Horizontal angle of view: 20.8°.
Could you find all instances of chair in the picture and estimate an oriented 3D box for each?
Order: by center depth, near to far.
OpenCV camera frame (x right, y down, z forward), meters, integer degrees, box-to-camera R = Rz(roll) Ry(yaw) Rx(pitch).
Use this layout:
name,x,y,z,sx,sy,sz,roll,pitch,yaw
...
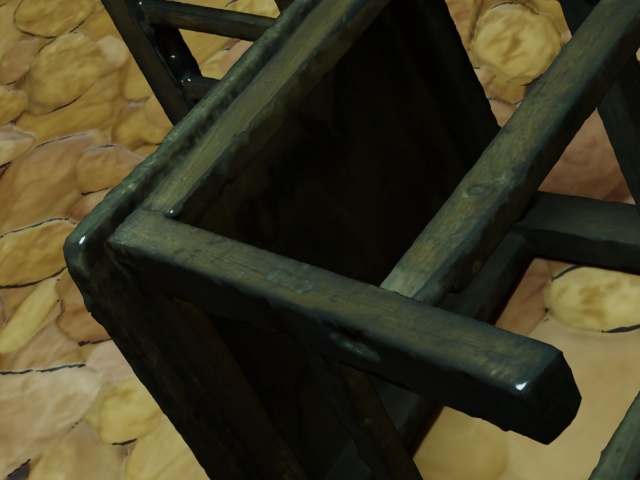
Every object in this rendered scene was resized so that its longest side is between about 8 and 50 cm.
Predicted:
name,x,y,z,sx,sy,sz,roll,pitch,yaw
chair,0.000,0.000,0.739,0.416,0.203,0.240,10,52,40
